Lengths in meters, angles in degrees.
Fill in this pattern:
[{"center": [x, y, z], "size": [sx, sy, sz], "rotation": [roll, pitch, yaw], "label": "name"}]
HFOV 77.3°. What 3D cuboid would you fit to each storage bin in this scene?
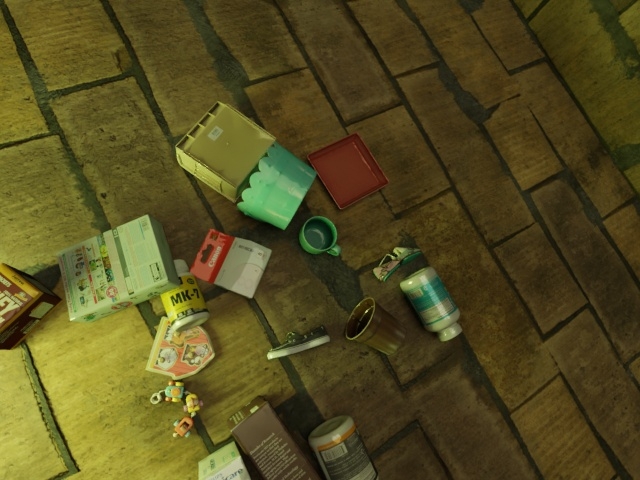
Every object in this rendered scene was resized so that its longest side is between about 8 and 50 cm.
[{"center": [-0.342, -0.327, 1.462], "size": [0.260, 0.123, 0.262], "rotation": [35, 68, -4], "label": "storage bin"}]

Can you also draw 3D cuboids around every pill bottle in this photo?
[{"center": [0.085, 0.719, 1.266], "size": [0.162, 0.162, 0.278], "rotation": [-23, 83, -21], "label": "pill bottle"}, {"center": [0.424, 0.241, 1.510], "size": [0.146, 0.146, 0.264], "rotation": [-27, 84, -21], "label": "pill bottle"}, {"center": [-0.446, 0.175, 1.283], "size": [0.119, 0.119, 0.208], "rotation": [-21, 74, -21], "label": "pill bottle"}]

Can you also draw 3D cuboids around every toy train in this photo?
[{"center": [-0.437, 0.516, 1.232], "size": [0.125, 0.046, 0.166], "rotation": [-42, 89, -23], "label": "toy train"}]

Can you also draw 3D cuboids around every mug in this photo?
[{"center": [-0.009, -0.002, 1.478], "size": [0.130, 0.097, 0.157], "rotation": [-16, 80, -20], "label": "mug"}]

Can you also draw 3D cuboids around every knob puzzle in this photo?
[{"center": [-0.438, 0.350, 1.289], "size": [0.213, 0.030, 0.213], "rotation": [5, 73, -15], "label": "knob puzzle"}]

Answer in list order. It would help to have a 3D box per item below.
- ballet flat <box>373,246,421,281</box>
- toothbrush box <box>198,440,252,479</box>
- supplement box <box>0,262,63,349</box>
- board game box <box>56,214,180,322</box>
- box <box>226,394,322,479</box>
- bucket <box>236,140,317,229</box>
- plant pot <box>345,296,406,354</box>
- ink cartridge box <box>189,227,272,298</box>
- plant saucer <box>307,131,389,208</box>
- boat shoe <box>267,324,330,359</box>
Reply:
[{"center": [0.296, 0.075, 1.566], "size": [0.222, 0.076, 0.079], "rotation": [-33, 66, -22], "label": "ballet flat"}, {"center": [-0.232, 0.757, 1.133], "size": [0.126, 0.216, 0.295], "rotation": [-24, 81, -22], "label": "toothbrush box"}, {"center": [-0.875, 0.190, 1.117], "size": [0.129, 0.194, 0.191], "rotation": [39, 68, -2], "label": "supplement box"}, {"center": [-0.610, 0.087, 1.212], "size": [0.304, 0.097, 0.223], "rotation": [-22, 73, -1], "label": "board game box"}, {"center": [-0.118, 0.671, 1.204], "size": [0.143, 0.191, 0.381], "rotation": [-32, 85, -22], "label": "box"}, {"center": [-0.148, -0.182, 1.402], "size": [0.183, 0.281, 0.281], "rotation": [30, 69, -8], "label": "bucket"}, {"center": [0.203, 0.315, 1.425], "size": [0.165, 0.167, 0.166], "rotation": [34, 68, -14], "label": "plant pot"}, {"center": [-0.310, 0.076, 1.392], "size": [0.233, 0.066, 0.189], "rotation": [25, 69, -13], "label": "ink cartridge box"}, {"center": [0.109, -0.279, 1.620], "size": [0.259, 0.048, 0.258], "rotation": [-30, 85, -21], "label": "plant saucer"}, {"center": [-0.078, 0.344, 1.372], "size": [0.229, 0.080, 0.076], "rotation": [-13, 73, -20], "label": "boat shoe"}]
